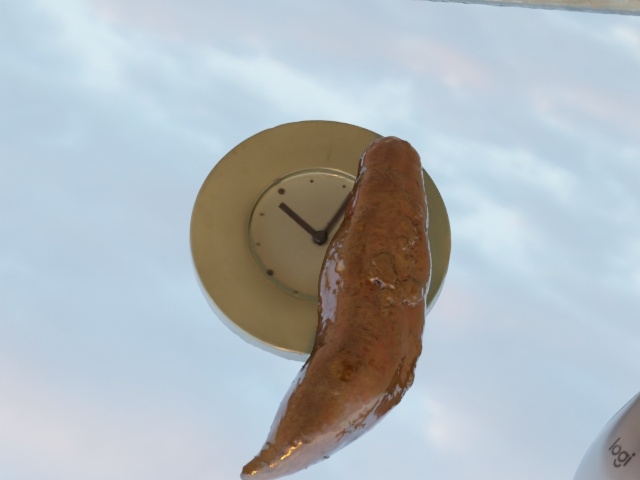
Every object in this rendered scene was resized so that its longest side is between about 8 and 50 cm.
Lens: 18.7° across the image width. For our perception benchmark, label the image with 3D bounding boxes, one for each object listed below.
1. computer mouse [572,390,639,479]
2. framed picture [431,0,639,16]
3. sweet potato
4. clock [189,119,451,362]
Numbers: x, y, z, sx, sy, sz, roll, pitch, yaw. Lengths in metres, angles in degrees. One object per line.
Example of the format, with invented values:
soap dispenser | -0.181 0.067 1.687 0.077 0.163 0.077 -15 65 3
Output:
computer mouse | 0.337 0.188 1.763 0.121 0.297 0.184 42 -171 -28
framed picture | 0.142 -0.264 1.097 0.231 0.293 0.018 6 163 21
sweet potato | 0.041 0.059 1.615 0.106 0.095 0.354 13 -121 13
clock | 0.000 0.000 1.740 0.235 0.029 0.235 2 -115 -4
